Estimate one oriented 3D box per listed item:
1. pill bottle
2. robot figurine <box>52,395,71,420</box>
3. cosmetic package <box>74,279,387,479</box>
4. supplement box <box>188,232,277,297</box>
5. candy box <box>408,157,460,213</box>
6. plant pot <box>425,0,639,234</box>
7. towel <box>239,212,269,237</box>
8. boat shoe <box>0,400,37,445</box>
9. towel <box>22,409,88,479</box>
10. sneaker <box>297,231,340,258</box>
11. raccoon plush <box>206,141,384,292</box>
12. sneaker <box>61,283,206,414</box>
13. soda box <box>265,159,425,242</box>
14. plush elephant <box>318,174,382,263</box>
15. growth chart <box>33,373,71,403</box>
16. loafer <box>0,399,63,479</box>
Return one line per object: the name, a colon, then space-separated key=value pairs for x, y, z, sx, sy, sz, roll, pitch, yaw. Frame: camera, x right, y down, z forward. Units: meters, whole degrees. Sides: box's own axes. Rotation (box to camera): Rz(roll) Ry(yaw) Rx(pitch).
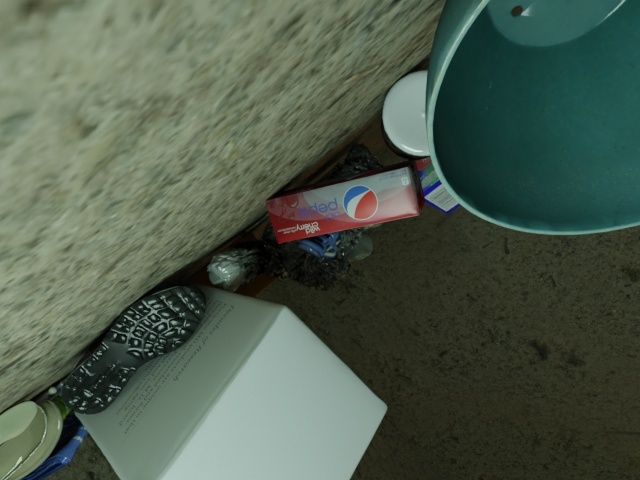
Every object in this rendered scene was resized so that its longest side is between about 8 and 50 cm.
pill bottle: x=0.171 y=-0.207 z=0.830 sx=0.130 sy=0.130 sz=0.245 roll=-39 pitch=-179 yaw=11
robot figurine: x=-0.653 y=0.418 z=1.198 sx=0.101 sy=0.067 sz=0.115 roll=-27 pitch=-176 yaw=11
cosmetic package: x=-0.168 y=0.312 z=0.874 sx=0.394 sy=0.329 sz=0.327 roll=3 pitch=-129 yaw=51
supplement box: x=-0.205 y=0.089 z=1.187 sx=0.191 sy=0.129 sz=0.194 roll=-40 pitch=-178 yaw=-7
candy box: x=0.338 y=-0.268 z=1.136 sx=0.268 sy=0.122 sz=0.317 roll=-40 pitch=-144 yaw=37
plant pot: x=0.221 y=-0.169 z=0.376 sx=0.290 sy=0.290 sz=0.195 roll=-38 pitch=-142 yaw=40
towel: x=-0.141 y=-0.036 z=1.048 sx=0.083 sy=0.009 sz=0.060 roll=-41 pitch=-179 yaw=-22
boat shoe: x=-0.527 y=0.313 z=0.771 sx=0.042 sy=0.049 sz=0.133 roll=6 pitch=-135 yaw=47
towel: x=-0.505 y=0.346 z=1.040 sx=0.243 sy=0.040 sz=0.336 roll=-36 pitch=-157 yaw=37
sneaker: x=0.000 y=0.000 z=0.901 sx=0.059 sy=0.053 sz=0.144 roll=-65 pitch=164 yaw=9
raccoon plush: x=0.005 y=-0.040 z=1.007 sx=0.299 sy=0.216 sz=0.446 roll=-54 pitch=171 yaw=28
sneaker: x=-0.322 y=0.160 z=0.824 sx=0.283 sy=0.107 sz=0.124 roll=-39 pitch=-158 yaw=1
soda box: x=0.043 y=-0.067 z=0.834 sx=0.263 sy=0.083 sz=0.092 roll=-11 pitch=-166 yaw=22
plush elephant: x=0.059 y=-0.049 z=1.404 sx=0.255 sy=0.272 sz=0.330 roll=-8 pitch=175 yaw=35
growth chart: x=-0.567 y=0.322 z=1.036 sx=0.172 sy=0.021 sz=0.237 roll=-40 pitch=-178 yaw=4
loafer: x=-0.591 y=0.402 z=0.857 sx=0.268 sy=0.102 sz=0.092 roll=-46 pitch=162 yaw=-12
